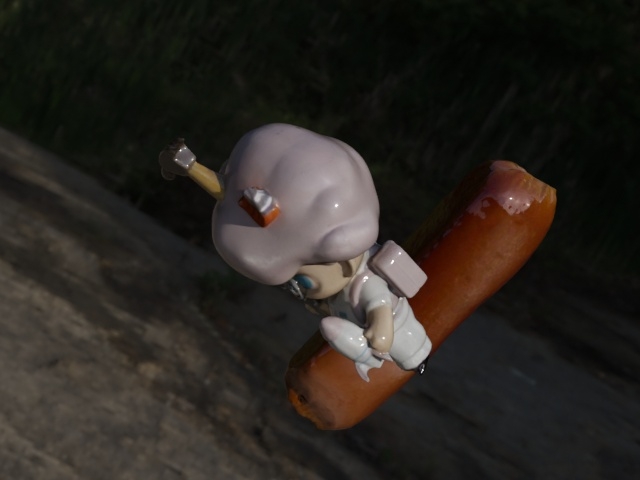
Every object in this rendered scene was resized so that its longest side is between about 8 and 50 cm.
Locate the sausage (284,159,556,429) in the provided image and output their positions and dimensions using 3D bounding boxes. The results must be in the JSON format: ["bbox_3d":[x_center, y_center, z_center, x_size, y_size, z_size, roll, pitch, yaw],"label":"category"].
[{"bbox_3d":[0.088,0.049,1.190,0.089,0.300,0.083,40,10,-26],"label":"sausage"}]

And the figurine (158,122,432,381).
[{"bbox_3d":[0.000,0.000,0.888,0.229,0.112,0.137,50,-4,-26],"label":"figurine"}]
